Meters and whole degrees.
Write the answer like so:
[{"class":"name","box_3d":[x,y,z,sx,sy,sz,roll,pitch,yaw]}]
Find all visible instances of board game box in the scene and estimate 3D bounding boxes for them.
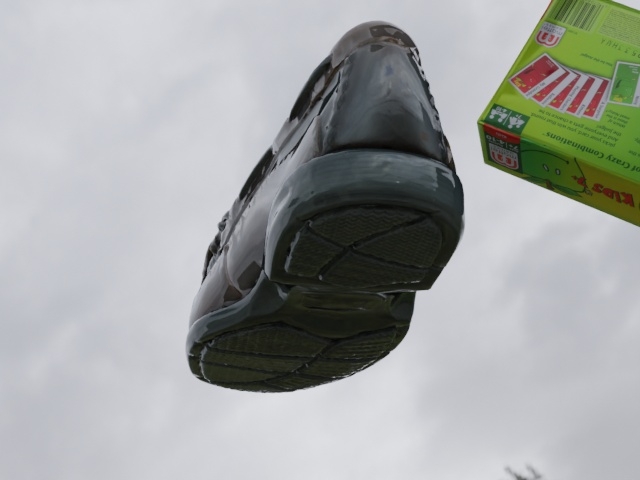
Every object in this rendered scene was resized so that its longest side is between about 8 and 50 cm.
[{"class":"board game box","box_3d":[0.178,-0.050,0.618,0.092,0.181,0.043,-58,-24,-17]}]

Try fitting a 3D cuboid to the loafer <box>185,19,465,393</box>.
[{"class":"loafer","box_3d":[0.000,0.000,0.576,0.096,0.084,0.267,7,-23,-14]}]
